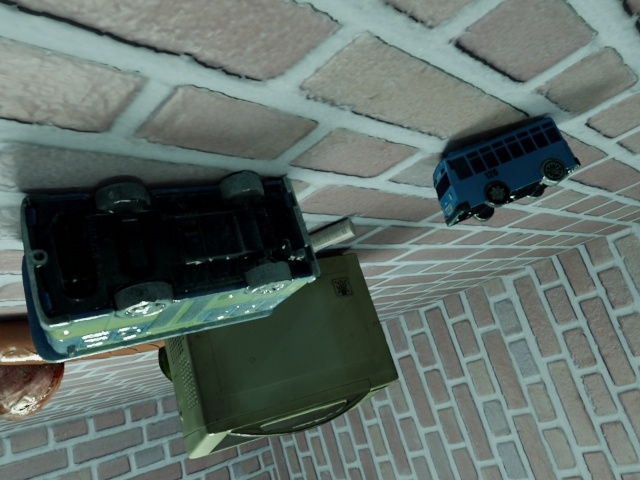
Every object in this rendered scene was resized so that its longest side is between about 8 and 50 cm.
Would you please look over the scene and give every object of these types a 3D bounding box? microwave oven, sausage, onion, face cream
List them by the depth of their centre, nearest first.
[{"bbox_3d":[0.000,0.000,0.942,0.130,0.034,0.034,-24,163,20],"label":"face cream"},{"bbox_3d":[-0.568,0.246,1.013,0.195,0.159,0.159,-44,171,-17],"label":"onion"},{"bbox_3d":[-0.445,0.190,1.023,0.088,0.087,0.433,-27,161,31],"label":"sausage"},{"bbox_3d":[-0.095,0.229,1.073,0.395,0.332,0.247,-7,158,-29],"label":"microwave oven"}]

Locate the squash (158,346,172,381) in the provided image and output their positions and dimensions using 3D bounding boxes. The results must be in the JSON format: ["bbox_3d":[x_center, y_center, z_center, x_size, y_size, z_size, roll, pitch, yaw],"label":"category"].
[{"bbox_3d":[-0.308,0.285,1.337,0.218,0.172,0.218,-24,-165,7],"label":"squash"}]

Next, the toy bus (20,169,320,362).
[{"bbox_3d":[-0.180,0.028,0.634,0.313,0.151,0.190,-8,162,-32],"label":"toy bus"}]

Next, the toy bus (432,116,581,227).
[{"bbox_3d":[0.256,-0.096,0.753,0.185,0.106,0.090,-21,168,-5],"label":"toy bus"}]
